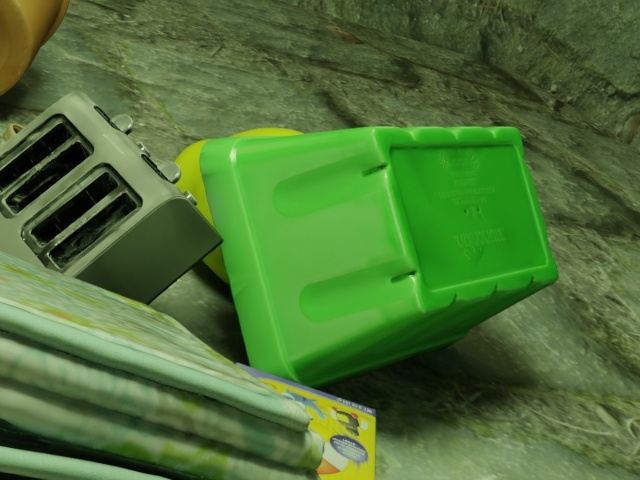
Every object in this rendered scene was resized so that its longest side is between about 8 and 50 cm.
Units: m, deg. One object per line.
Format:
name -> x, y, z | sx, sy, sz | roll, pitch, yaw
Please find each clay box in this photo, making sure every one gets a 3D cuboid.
clay box -> -0.024, 0.178, 0.889 | 0.127, 0.053, 0.222 | 19, 18, -5

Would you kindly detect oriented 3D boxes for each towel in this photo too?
towel -> -0.212, 0.057, 0.709 | 0.374, 0.090, 0.320 | 23, -2, -26

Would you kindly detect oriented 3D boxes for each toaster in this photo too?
toaster -> -0.207, -0.015, 1.019 | 0.168, 0.185, 0.110 | 45, -10, 32

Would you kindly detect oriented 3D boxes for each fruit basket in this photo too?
fruit basket -> 0.000, 0.000, 1.200 | 0.391, 0.283, 0.392 | -15, -5, -1

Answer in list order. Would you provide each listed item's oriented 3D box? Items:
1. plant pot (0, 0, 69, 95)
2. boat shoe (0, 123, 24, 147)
plant pot -> -0.444, -0.294, 1.425 | 0.290, 0.291, 0.204 | 14, 38, -21
boat shoe -> -0.279, -0.075, 1.289 | 0.170, 0.059, 0.063 | 25, 19, 10
